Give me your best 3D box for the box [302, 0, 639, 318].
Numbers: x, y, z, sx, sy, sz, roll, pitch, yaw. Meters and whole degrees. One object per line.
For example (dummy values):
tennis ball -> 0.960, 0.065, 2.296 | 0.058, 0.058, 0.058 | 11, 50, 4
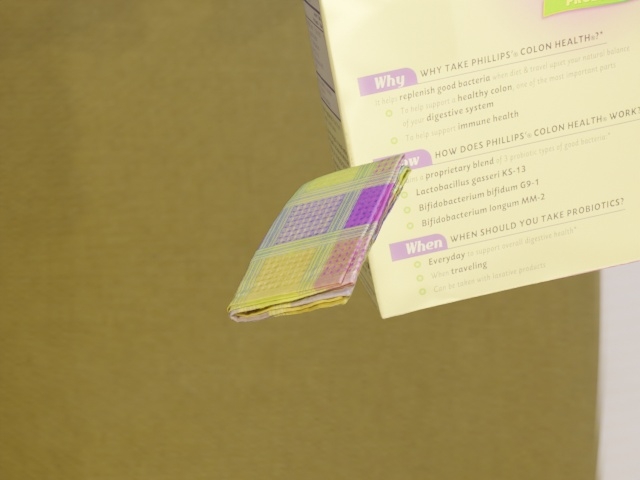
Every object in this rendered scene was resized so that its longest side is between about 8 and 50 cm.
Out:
box -> 0.112, -0.096, 1.206 | 0.214, 0.117, 0.243 | -13, 106, -4

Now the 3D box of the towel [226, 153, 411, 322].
towel -> 0.000, 0.000, 0.693 | 0.009, 0.060, 0.083 | 56, 38, -27
